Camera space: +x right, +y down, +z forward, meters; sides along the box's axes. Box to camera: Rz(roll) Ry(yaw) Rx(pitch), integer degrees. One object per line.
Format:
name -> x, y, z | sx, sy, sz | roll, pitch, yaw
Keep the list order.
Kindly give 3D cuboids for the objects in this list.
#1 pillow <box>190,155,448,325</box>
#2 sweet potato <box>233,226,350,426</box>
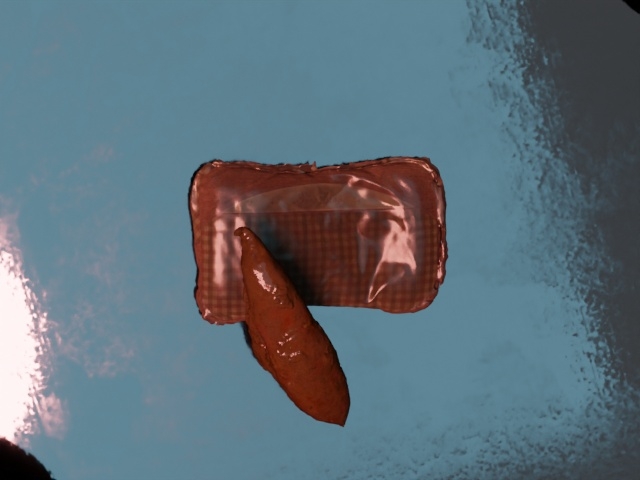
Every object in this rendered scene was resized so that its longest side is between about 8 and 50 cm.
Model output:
pillow -> 0.001, -0.003, 1.395 | 0.211, 0.034, 0.135 | -3, 94, -9
sweet potato -> -0.027, 0.076, 1.365 | 0.068, 0.060, 0.206 | -6, 121, 25
